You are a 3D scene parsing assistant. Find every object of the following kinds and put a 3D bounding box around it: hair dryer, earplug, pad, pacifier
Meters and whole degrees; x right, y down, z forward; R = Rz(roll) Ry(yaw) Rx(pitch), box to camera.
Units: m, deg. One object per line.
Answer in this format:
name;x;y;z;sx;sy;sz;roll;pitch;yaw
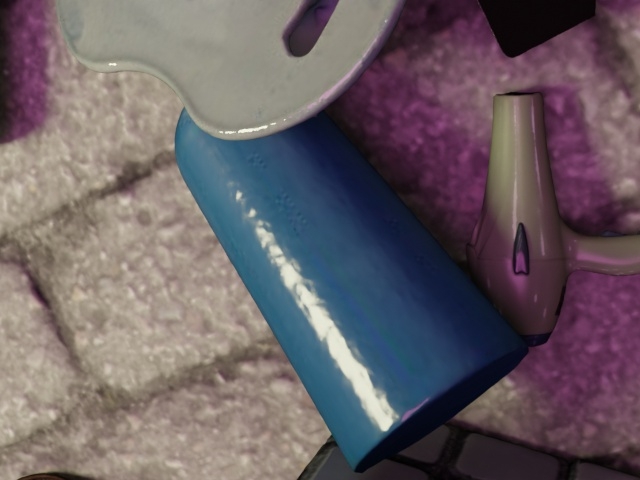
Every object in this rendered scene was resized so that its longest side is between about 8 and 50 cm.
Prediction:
hair dryer;0.187;-0.028;0.652;0.199;0.067;0.167;-15;94;12
earplug;0.000;0.000;0.661;0.132;0.132;0.273;-44;71;24
pad;0.107;-0.192;0.601;0.003;0.112;0.157;-21;97;50
pacifier;-0.079;-0.196;0.586;0.287;0.226;0.238;34;100;31

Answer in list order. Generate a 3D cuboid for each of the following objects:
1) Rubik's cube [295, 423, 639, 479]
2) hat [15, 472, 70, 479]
Rubik's cube;0.102;0.343;0.620;0.337;0.344;0.344;14;109;15
hat;-0.231;0.304;0.877;0.193;0.082;0.193;-15;62;30
